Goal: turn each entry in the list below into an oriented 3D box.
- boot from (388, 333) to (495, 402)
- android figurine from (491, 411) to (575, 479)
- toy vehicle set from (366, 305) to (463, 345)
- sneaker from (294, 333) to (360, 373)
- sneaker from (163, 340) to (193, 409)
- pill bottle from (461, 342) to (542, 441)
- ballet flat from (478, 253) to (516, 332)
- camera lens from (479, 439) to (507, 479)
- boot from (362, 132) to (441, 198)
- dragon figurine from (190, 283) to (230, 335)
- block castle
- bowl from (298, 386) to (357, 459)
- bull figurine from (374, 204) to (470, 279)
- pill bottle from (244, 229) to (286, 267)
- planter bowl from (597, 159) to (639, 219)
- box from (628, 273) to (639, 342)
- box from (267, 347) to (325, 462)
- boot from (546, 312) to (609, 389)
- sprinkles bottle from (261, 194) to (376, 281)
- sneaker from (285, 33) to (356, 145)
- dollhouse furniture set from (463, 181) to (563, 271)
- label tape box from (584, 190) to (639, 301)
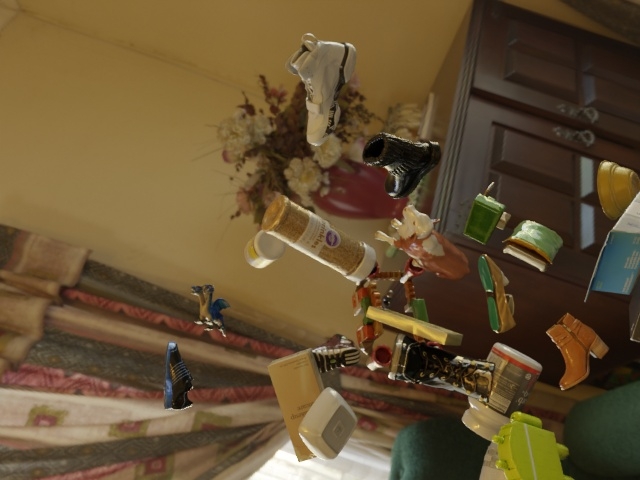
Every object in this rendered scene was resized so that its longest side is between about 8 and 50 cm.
[{"bbox_3d":[0.366,0.386,1.522,0.377,0.284,0.138,45,-121,-63],"label":"boot"},{"bbox_3d":[0.561,0.581,1.350,0.056,0.272,0.248,-43,35,45],"label":"android figurine"},{"bbox_3d":[0.294,0.267,1.596,0.166,0.266,0.035,20,-93,-56],"label":"toy vehicle set"},{"bbox_3d":[0.015,0.458,2.098,0.162,0.281,0.107,-105,11,-69],"label":"sneaker"},{"bbox_3d":[-0.469,0.445,1.691,0.081,0.090,0.233,124,143,-50],"label":"sneaker"},{"bbox_3d":[0.747,0.631,2.128,0.363,0.210,0.210,-64,-1,2],"label":"pill bottle"},{"bbox_3d":[0.512,0.148,1.472,0.080,0.073,0.233,-167,66,-80],"label":"ballet flat"},{"bbox_3d":[0.666,0.858,1.772,0.219,0.219,0.275,105,-173,-69],"label":"camera lens"},{"bbox_3d":[0.266,-0.285,1.963,0.348,0.259,0.131,128,137,-53],"label":"boot"},{"bbox_3d":[-0.408,0.271,1.976,0.289,0.085,0.144,53,-140,-53],"label":"dragon figurine"},{"bbox_3d":[0.310,0.292,2.098,0.213,0.302,0.454,115,152,-62],"label":"block castle"},{"bbox_3d":[0.029,0.445,1.221,0.142,0.053,0.142,-49,-57,-28],"label":"bowl"},{"bbox_3d":[0.260,0.010,1.297,0.188,0.310,0.101,24,79,51],"label":"bull figurine"},{"bbox_3d":[-0.210,0.034,1.873,0.215,0.117,0.117,-32,37,66],"label":"pill bottle"},{"bbox_3d":[1.071,-0.185,1.809,0.090,0.217,0.217,-7,57,49],"label":"planter bowl"},{"bbox_3d":[0.800,0.131,1.013,0.296,0.293,0.183,-11,-66,-59],"label":"box"},{"bbox_3d":[-0.049,0.519,1.626,0.121,0.147,0.311,61,-172,-84],"label":"box"},{"bbox_3d":[0.726,0.325,1.503,0.197,0.152,0.073,-43,-12,-12],"label":"boot"},{"bbox_3d":[0.000,0.000,1.516,0.121,0.355,0.121,-40,34,34],"label":"sprinkles bottle"},{"bbox_3d":[-0.027,-0.522,1.768,0.137,0.210,0.366,45,121,52],"label":"sneaker"},{"bbox_3d":[0.662,-0.059,1.694,0.197,0.301,0.151,-41,-28,-39],"label":"dollhouse furniture set"},{"bbox_3d":[0.977,0.031,1.614,0.347,0.115,0.249,-39,-42,-33],"label":"label tape box"}]
